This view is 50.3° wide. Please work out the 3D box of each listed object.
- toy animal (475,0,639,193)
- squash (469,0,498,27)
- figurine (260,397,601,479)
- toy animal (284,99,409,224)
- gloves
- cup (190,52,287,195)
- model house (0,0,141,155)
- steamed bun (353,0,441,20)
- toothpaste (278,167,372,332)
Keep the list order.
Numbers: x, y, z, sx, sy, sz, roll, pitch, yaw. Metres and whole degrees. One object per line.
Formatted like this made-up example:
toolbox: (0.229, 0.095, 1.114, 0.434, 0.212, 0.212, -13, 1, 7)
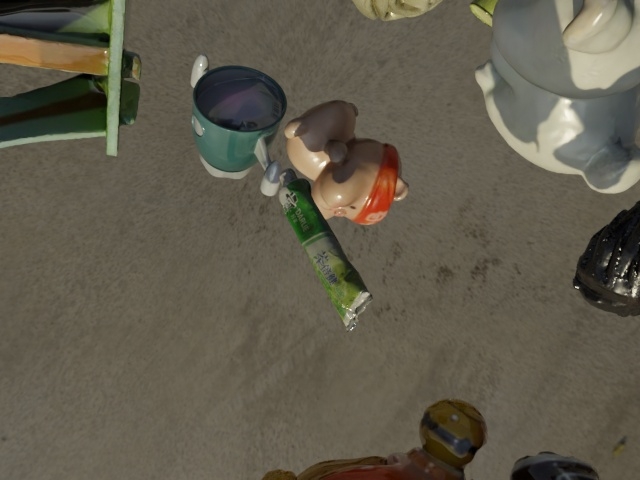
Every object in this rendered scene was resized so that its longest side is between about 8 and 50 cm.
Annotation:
toy animal: (0.313, -0.204, 0.757, 0.196, 0.367, 0.241, -27, 70, -3)
squash: (0.455, -0.625, 1.638, 0.094, 0.094, 0.224, 34, 95, -8)
figurine: (0.072, 0.290, 0.549, 0.323, 0.196, 0.320, 7, 93, -4)
toy animal: (0.038, -0.113, 1.046, 0.171, 0.171, 0.197, -39, 88, 5)
gloves: (0.422, 0.022, 0.925, 0.106, 0.129, 0.180, -25, 140, -10)
cup: (-0.161, -0.204, 1.253, 0.167, 0.173, 0.299, -22, 68, -29)
model house: (-0.261, -0.180, 0.380, 0.324, 0.340, 0.300, 5, 145, -15)
steamed bun: (0.169, -0.596, 1.384, 0.324, 0.219, 0.310, 20, 117, -43)
toothpaste: (0.000, 0.000, 0.892, 0.047, 0.248, 0.078, -6, 144, -32)
